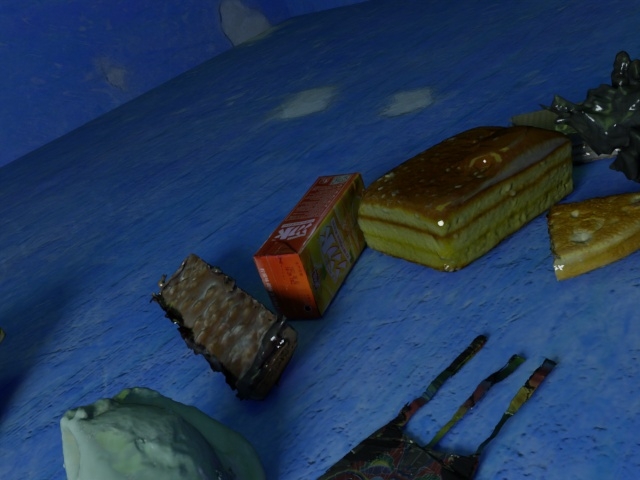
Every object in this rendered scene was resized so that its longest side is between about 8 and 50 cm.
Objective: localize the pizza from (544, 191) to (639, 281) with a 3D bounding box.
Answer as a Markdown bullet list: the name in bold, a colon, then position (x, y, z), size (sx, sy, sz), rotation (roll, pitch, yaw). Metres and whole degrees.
- **pizza**: position (0.305, -0.011, 0.776), size (0.178, 0.041, 0.131), rotation (-36, 26, -26)

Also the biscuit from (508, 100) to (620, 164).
- **biscuit**: position (0.378, -0.156, 0.993), size (0.238, 0.062, 0.108), rotation (-9, 27, 23)

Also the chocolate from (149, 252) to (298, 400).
- **chocolate**: position (-0.120, 0.095, 0.854), size (0.102, 0.065, 0.329), rotation (-58, 33, -3)

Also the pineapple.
- **pineapple**: position (0.444, -0.157, 0.799), size (0.357, 0.223, 0.223), rotation (-14, 25, 28)

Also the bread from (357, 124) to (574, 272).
- **bread**: position (0.183, -0.066, 0.899), size (0.234, 0.111, 0.184), rotation (-33, 27, -24)

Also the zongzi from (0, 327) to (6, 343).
- **zongzi**: position (-0.525, 0.238, 0.852), size (0.260, 0.123, 0.289), rotation (-27, 46, 18)

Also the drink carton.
- **drink carton**: position (0.000, 0.000, 0.918), size (0.070, 0.096, 0.223), rotation (-5, 29, 28)

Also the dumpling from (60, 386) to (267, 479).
- **dumpling**: position (-0.116, 0.204, 0.560), size (0.149, 0.105, 0.217), rotation (-25, 59, -16)

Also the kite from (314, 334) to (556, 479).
- **kite**: position (0.094, 0.172, 0.597), size (0.285, 0.015, 0.152), rotation (-37, 30, -32)
